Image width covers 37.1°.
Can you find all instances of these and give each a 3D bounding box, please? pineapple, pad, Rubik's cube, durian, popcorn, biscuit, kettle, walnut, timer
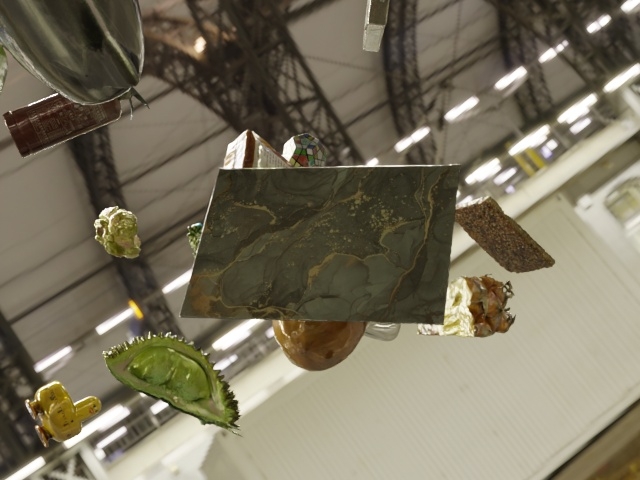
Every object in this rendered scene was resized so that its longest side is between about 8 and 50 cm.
[{"bbox_3d":[0.271,0.134,1.780,0.186,0.115,0.236,-3,-12,11],"label":"pineapple"},{"bbox_3d":[0.000,0.000,1.305,0.367,0.248,0.007,1,-30,19],"label":"pad"},{"bbox_3d":[-0.039,-0.208,2.342,0.093,0.111,0.111,-1,11,34],"label":"Rubik's cube"},{"bbox_3d":[-0.329,0.318,2.116,0.158,0.351,0.169,-44,23,37],"label":"durian"},{"bbox_3d":[-0.413,-0.018,1.956,0.089,0.109,0.097,-8,-19,-24],"label":"popcorn"},{"bbox_3d":[0.375,-0.005,1.982,0.131,0.231,0.025,-15,40,54],"label":"biscuit"},{"bbox_3d":[-0.410,-0.361,1.451,0.228,0.320,0.324,-45,-42,-22],"label":"kettle"},{"bbox_3d":[0.013,0.142,2.022,0.203,0.203,0.298,-51,8,48],"label":"walnut"},{"bbox_3d":[-0.444,0.293,1.655,0.109,0.107,0.107,-25,-16,-26],"label":"timer"}]

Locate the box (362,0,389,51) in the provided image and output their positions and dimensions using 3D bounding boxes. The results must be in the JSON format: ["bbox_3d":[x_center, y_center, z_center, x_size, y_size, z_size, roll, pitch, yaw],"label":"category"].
[{"bbox_3d":[0.131,-0.551,2.185,0.325,0.047,0.181,-40,-42,-88],"label":"box"}]

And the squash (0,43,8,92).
[{"bbox_3d":[-0.723,-0.284,1.939,0.289,0.111,0.203,-86,18,-52],"label":"squash"}]

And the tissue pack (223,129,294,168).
[{"bbox_3d":[-0.127,-0.116,2.095,0.092,0.183,0.226,-34,31,22],"label":"tissue pack"}]

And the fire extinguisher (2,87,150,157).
[{"bbox_3d":[-0.478,-0.251,1.880,0.268,0.105,0.105,-25,-15,-13],"label":"fire extinguisher"}]

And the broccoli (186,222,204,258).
[{"bbox_3d":[-0.194,-0.007,1.899,0.167,0.154,0.160,-29,-42,-41],"label":"broccoli"}]

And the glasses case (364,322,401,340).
[{"bbox_3d":[0.113,0.217,2.683,0.059,0.233,0.092,96,-163,-48],"label":"glasses case"}]
